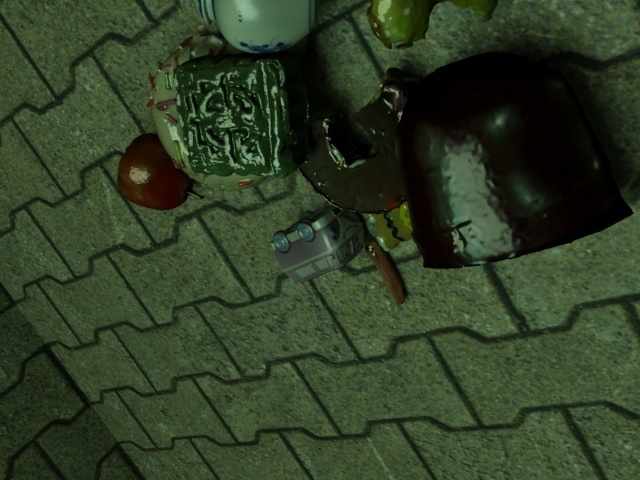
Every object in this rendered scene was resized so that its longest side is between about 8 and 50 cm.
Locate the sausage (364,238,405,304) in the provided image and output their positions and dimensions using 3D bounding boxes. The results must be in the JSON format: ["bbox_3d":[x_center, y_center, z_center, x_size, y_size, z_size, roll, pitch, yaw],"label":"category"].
[{"bbox_3d":[0.153,0.075,1.802,0.047,0.040,0.176,-14,113,42],"label":"sausage"}]

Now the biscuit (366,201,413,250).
[{"bbox_3d":[0.200,-0.050,1.678,0.240,0.035,0.158,-13,115,43],"label":"biscuit"}]

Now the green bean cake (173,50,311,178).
[{"bbox_3d":[-0.151,-0.251,1.544,0.255,0.132,0.241,6,111,23],"label":"green bean cake"}]

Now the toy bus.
[{"bbox_3d":[0.000,0.000,1.792,0.203,0.142,0.142,-24,99,46],"label":"toy bus"}]

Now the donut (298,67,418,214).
[{"bbox_3d":[0.105,-0.185,1.575,0.345,0.136,0.259,-19,108,46],"label":"donut"}]

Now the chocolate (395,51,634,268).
[{"bbox_3d":[0.300,-0.152,1.334,0.384,0.384,0.331,-14,95,43],"label":"chocolate"}]

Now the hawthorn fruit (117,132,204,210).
[{"bbox_3d":[-0.394,-0.161,1.947,0.226,0.196,0.196,30,137,-7],"label":"hawthorn fruit"}]

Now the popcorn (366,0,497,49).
[{"bbox_3d":[0.158,-0.478,1.236,0.326,0.321,0.290,25,118,-2],"label":"popcorn"}]

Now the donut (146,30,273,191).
[{"bbox_3d":[-0.235,-0.278,1.760,0.383,0.142,0.382,19,130,24],"label":"donut"}]

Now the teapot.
[{"bbox_3d":[-0.141,-0.478,1.436,0.280,0.252,0.424,4,167,3],"label":"teapot"}]
